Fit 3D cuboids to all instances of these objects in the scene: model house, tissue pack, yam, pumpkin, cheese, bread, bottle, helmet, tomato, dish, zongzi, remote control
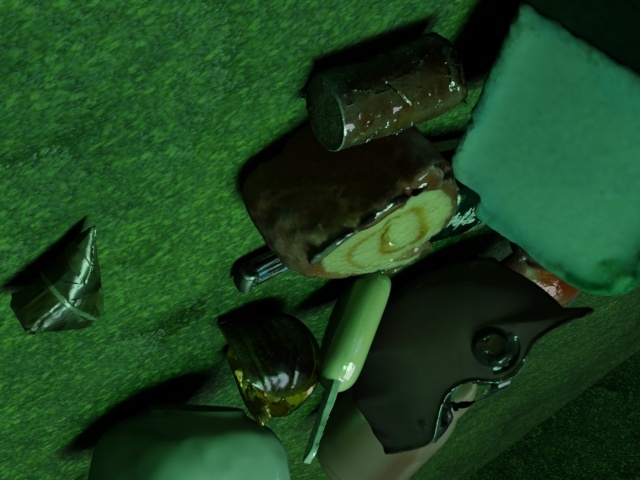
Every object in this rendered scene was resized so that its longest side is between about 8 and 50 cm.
[{"bbox_3d":[0.292,-0.140,1.569,0.249,0.230,0.280,-45,165,-39],"label":"model house"},{"bbox_3d":[0.134,-0.055,1.772,0.170,0.090,0.103,-12,147,-49],"label":"tissue pack"},{"bbox_3d":[0.058,-0.133,1.452,0.141,0.079,0.079,-23,161,-27],"label":"yam"},{"bbox_3d":[-0.054,0.144,1.966,0.107,0.119,0.183,-29,164,-12],"label":"pumpkin"},{"bbox_3d":[0.022,0.158,2.006,0.127,0.054,0.252,117,-7,-61],"label":"cheese"},{"bbox_3d":[0.033,-0.038,1.593,0.190,0.123,0.244,-30,163,2],"label":"bread"},{"bbox_3d":[0.130,0.255,2.550,0.206,0.173,0.297,-38,169,-41],"label":"bottle"},{"bbox_3d":[0.177,0.132,2.211,0.338,0.197,0.271,-41,171,6],"label":"helmet"},{"bbox_3d":[0.319,0.086,2.509,0.236,0.095,0.237,-30,163,-10],"label":"tomato"},{"bbox_3d":[-0.161,0.266,2.042,0.256,0.117,0.256,2,178,0],"label":"dish"},{"bbox_3d":[-0.212,0.033,1.494,0.119,0.055,0.109,-48,162,16],"label":"zongzi"},{"bbox_3d":[0.000,0.000,1.807,0.212,0.028,0.059,-26,162,-18],"label":"remote control"}]

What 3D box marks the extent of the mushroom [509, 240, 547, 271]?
[{"bbox_3d":[0.332,-0.020,2.237,0.097,0.088,0.212,-13,163,-24],"label":"mushroom"}]
